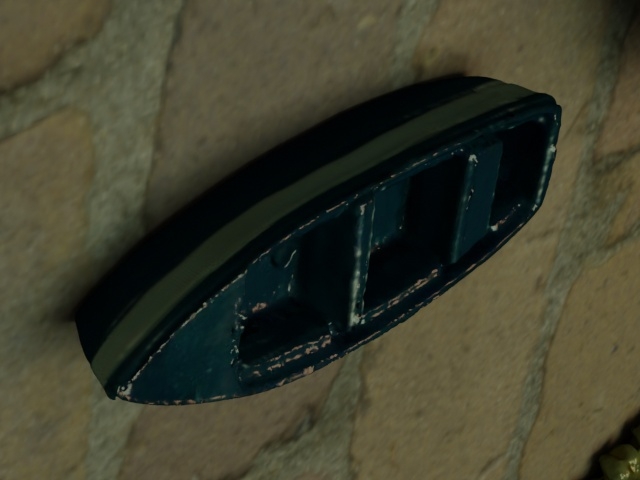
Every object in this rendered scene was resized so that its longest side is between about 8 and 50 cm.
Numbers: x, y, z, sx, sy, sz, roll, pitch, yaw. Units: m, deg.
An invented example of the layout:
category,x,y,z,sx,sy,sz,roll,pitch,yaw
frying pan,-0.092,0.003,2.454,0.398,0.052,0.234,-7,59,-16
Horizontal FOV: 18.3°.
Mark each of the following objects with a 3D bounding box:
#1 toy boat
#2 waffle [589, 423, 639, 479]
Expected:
category,x,y,z,sx,sy,sz,roll,pitch,yaw
toy boat,0.000,0.000,0.928,0.299,0.062,0.096,-29,139,-40
waffle,0.232,0.197,1.456,0.169,0.036,0.183,-36,143,-28
